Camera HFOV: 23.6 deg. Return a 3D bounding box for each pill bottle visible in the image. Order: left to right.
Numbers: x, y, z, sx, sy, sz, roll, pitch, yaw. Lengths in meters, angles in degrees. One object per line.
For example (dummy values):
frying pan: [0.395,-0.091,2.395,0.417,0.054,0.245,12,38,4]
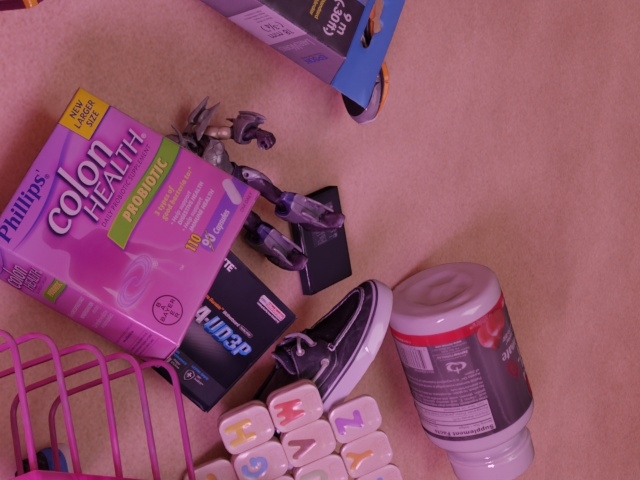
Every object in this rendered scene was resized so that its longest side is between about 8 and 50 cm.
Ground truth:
pill bottle: [0.222,0.207,2.318,0.176,0.176,0.318,-40,121,-39]

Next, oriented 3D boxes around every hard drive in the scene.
hard drive: [0.000,0.000,2.168,0.094,0.022,0.135,-25,111,-45]

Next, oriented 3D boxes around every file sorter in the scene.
file sorter: [-0.295,0.212,1.627,0.291,0.202,0.182,21,51,-58]

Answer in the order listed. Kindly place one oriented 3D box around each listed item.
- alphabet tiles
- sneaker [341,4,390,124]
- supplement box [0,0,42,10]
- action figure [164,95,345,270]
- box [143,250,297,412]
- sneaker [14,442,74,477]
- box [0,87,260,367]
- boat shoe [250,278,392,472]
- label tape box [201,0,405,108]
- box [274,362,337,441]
alphabet tiles: [-0.031,0.327,2.043,0.278,0.021,0.284,-22,114,-8]
sneaker: [0.035,-0.267,2.151,0.083,0.084,0.214,-14,94,-44]
supplement box: [-0.310,-0.350,1.748,0.188,0.081,0.104,-44,123,-37]
action figure: [-0.105,-0.068,1.988,0.285,0.099,0.185,35,85,-39]
box: [-0.156,0.092,1.929,0.175,0.051,0.220,-46,129,-4]
sneaker: [-0.319,0.322,1.805,0.085,0.058,0.152,-18,102,-52]
box: [-0.230,-0.013,1.753,0.243,0.117,0.213,30,66,-7]
boat shoe: [-0.017,0.169,2.068,0.102,0.108,0.301,36,89,-25]
label tape box: [0.003,-0.361,2.023,0.334,0.106,0.240,30,70,-29]
box: [-0.018,0.229,2.160,0.094,0.027,0.137,-17,105,-46]
